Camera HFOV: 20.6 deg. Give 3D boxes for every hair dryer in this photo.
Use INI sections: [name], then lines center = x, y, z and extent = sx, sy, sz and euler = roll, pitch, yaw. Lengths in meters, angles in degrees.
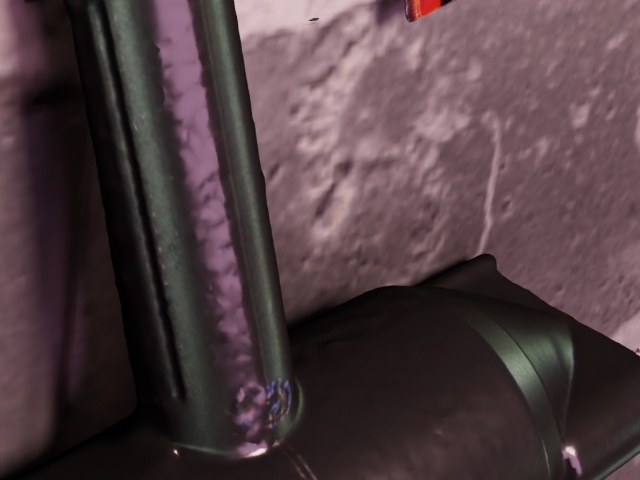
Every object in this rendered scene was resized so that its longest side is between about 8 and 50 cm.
[hair dryer]
center = 0.000, 0.000, 0.572
extent = 0.244, 0.116, 0.302
euler = -29, 126, -36

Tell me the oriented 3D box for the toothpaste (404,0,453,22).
[toothpaste]
center = 0.100, -0.146, 0.625
extent = 0.193, 0.045, 0.071
euler = -29, 125, -24
